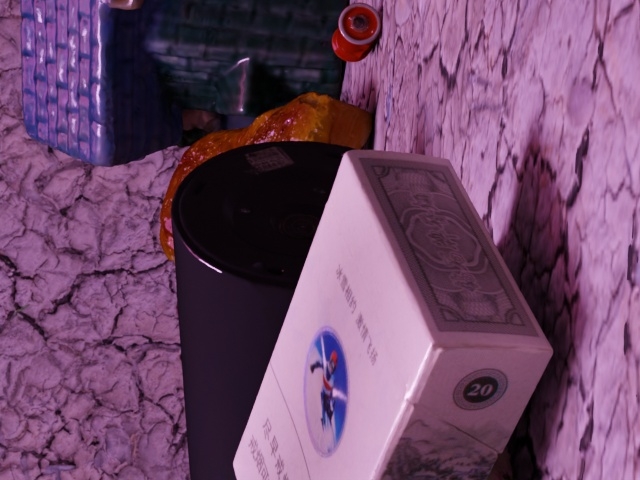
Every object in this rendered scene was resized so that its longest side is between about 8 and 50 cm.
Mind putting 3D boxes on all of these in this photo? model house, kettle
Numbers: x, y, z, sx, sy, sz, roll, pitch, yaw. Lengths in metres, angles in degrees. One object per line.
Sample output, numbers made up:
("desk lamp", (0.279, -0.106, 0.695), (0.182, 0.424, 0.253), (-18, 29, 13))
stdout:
("model house", (-0.195, -0.270, 1.866), (0.400, 0.446, 0.395), (-104, 20, -73))
("kettle", (0.005, 0.107, 1.103), (0.203, 0.262, 0.308), (-41, -36, -44))

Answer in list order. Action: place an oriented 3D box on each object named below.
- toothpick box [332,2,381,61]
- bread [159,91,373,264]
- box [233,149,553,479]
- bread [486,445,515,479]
("toothpick box", (0.039, -0.225, 1.455), (0.083, 0.047, 0.047), (124, 149, -82))
("bread", (-0.078, -0.058, 1.560), (0.380, 0.109, 0.185), (-14, 52, 61))
("box", (0.028, 0.099, 0.758), (0.164, 0.069, 0.256), (-111, 33, -48))
("bread", (0.065, 0.190, 0.788), (0.228, 0.034, 0.228), (-170, 90, -74))
